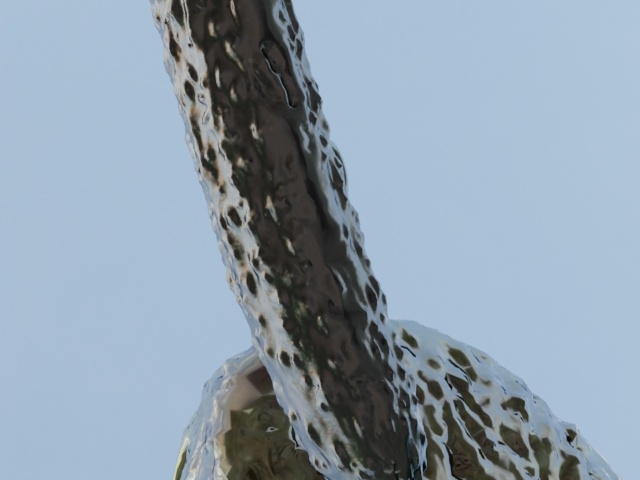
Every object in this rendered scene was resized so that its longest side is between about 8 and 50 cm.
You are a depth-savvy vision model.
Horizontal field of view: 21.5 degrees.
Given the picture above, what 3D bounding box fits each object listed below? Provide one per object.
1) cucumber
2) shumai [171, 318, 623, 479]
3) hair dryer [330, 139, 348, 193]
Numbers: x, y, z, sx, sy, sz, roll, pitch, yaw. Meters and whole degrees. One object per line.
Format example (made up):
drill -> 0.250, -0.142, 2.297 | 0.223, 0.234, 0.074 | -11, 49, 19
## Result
cucumber -> -0.014, -0.006, 0.783 | 0.072, 0.072, 0.300 | -14, -98, -19
shumai -> 0.010, 0.265, 1.087 | 0.395, 0.348, 0.395 | 36, -150, -25
hair dryer -> 0.000, 0.000, 1.103 | 0.071, 0.150, 0.047 | -13, -141, 24
